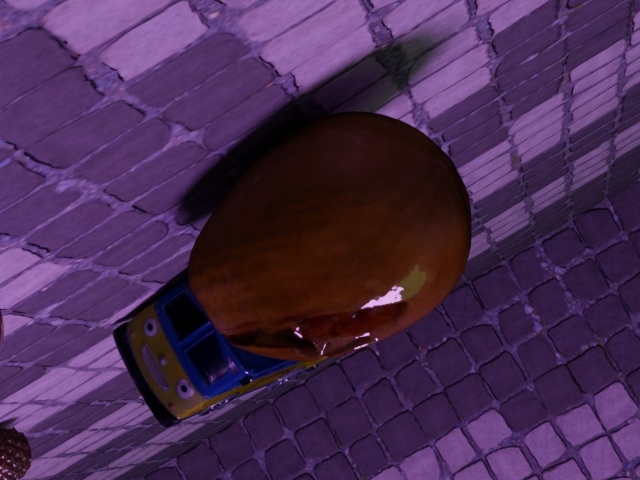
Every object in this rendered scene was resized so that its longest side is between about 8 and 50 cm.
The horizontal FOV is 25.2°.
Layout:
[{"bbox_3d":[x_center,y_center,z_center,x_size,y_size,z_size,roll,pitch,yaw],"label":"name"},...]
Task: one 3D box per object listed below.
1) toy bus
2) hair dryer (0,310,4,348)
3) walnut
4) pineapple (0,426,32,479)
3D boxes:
[{"bbox_3d":[-0.077,0.096,1.639,0.175,0.138,0.287,-36,168,34],"label":"toy bus"},{"bbox_3d":[-0.363,0.109,1.138,0.128,0.070,0.255,-19,169,-45],"label":"hair dryer"},{"bbox_3d":[0.000,0.000,1.267,0.298,0.203,0.203,-20,178,37],"label":"walnut"},{"bbox_3d":[-0.420,0.271,1.710,0.074,0.074,0.159,-37,165,33],"label":"pineapple"}]
